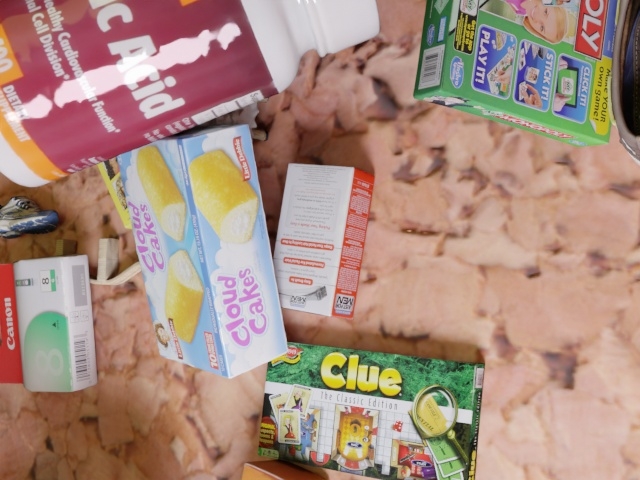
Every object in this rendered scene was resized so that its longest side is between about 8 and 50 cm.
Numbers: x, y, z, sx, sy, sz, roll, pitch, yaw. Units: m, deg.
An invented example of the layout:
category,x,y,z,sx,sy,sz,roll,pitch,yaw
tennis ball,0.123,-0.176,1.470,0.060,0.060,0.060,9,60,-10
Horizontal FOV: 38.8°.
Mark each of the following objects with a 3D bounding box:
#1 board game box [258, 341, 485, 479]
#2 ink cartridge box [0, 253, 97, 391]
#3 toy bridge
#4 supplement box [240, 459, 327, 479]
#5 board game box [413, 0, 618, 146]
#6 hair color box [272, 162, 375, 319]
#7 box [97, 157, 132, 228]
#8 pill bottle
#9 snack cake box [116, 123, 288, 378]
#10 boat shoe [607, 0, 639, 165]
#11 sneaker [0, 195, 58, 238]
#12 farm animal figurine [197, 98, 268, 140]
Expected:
category,x,y,z,sx,sy,sz,roll,pitch,yaw
board game box,0.049,0.187,0.990,0.260,0.030,0.136,2,81,33
ink cartridge box,-0.411,0.116,1.262,0.225,0.056,0.181,-5,90,30
toy bridge,-0.286,0.028,1.229,0.188,0.026,0.063,0,84,32
supplement box,-0.067,0.366,1.004,0.080,0.078,0.233,14,89,33
board game box,0.204,-0.266,0.858,0.046,0.213,0.317,1,82,60
hair color box,0.000,0.000,1.036,0.093,0.053,0.167,7,85,34
box,-0.252,-0.118,1.198,0.058,0.087,0.232,-41,64,23
pill bottle,-0.155,-0.220,0.899,0.392,0.224,0.224,-22,69,2
snack cake box,-0.134,0.007,1.021,0.152,0.089,0.264,5,109,48
boat shoe,0.332,-0.228,0.836,0.117,0.097,0.324,10,87,33
sneaker,-0.433,-0.040,1.321,0.135,0.052,0.058,-6,75,31
farm animal figurine,-0.198,-0.286,1.108,0.330,0.172,0.326,22,107,34
